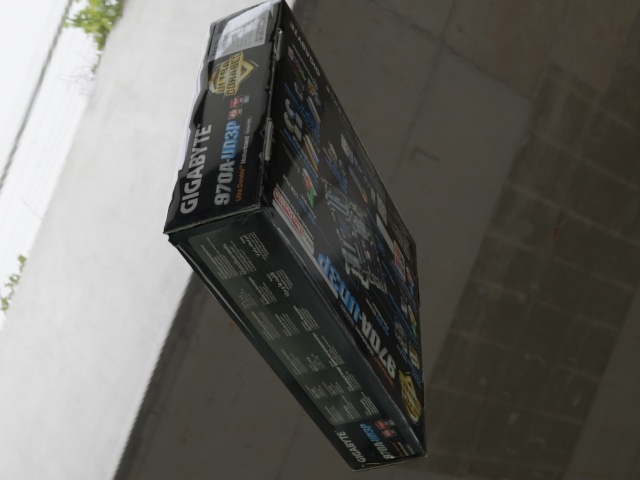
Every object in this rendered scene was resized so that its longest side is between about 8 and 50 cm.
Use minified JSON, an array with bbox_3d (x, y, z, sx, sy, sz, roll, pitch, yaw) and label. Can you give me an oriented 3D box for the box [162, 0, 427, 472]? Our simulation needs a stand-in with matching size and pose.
[{"bbox_3d":[0.000,0.000,0.503,0.051,0.175,0.220,-16,-47,18],"label":"box"}]
